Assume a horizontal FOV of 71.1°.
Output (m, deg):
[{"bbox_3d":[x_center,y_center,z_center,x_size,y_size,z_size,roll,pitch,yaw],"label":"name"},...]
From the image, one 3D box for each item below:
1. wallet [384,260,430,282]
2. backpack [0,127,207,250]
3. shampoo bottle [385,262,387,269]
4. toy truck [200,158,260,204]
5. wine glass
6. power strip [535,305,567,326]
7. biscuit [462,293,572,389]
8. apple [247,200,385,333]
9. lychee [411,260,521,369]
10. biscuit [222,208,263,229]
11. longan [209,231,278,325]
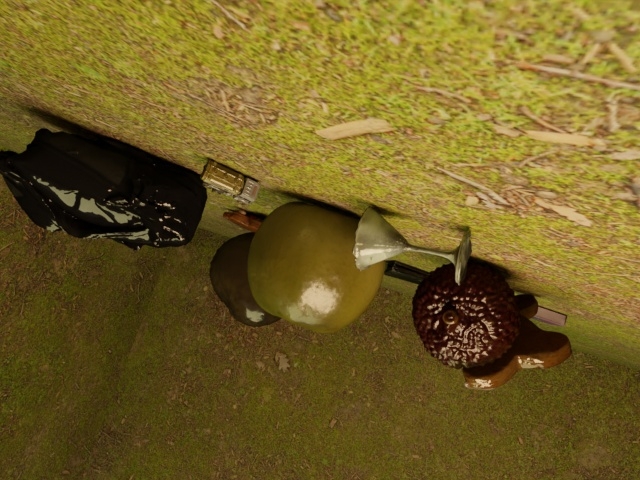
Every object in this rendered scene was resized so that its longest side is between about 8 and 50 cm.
[{"bbox_3d":[0.368,0.140,1.522,0.317,0.044,0.169,19,173,-6],"label":"wallet"},{"bbox_3d":[-0.514,-0.112,1.070,0.446,0.254,0.363,25,165,-25],"label":"backpack"},{"bbox_3d":[0.107,0.059,1.397,0.234,0.087,0.118,13,170,41],"label":"shampoo bottle"},{"bbox_3d":[-0.183,-0.117,0.901,0.123,0.052,0.063,24,166,-29],"label":"toy truck"},{"bbox_3d":[0.159,0.010,0.765,0.183,0.122,0.122,9,170,24],"label":"wine glass"},{"bbox_3d":[0.615,0.207,1.392,0.279,0.037,0.109,19,173,1],"label":"power strip"},{"bbox_3d":[0.441,0.228,1.161,0.283,0.064,0.432,-20,-164,2],"label":"biscuit"},{"bbox_3d":[0.005,0.065,0.961,0.295,0.257,0.233,23,172,-34],"label":"apple"},{"bbox_3d":[0.324,0.162,0.993,0.236,0.235,0.271,14,-177,40],"label":"lychee"},{"bbox_3d":[-0.212,-0.050,1.525,0.205,0.049,0.324,28,176,-21],"label":"biscuit"},{"bbox_3d":[-0.278,0.162,2.033,0.436,0.404,0.404,41,-175,27],"label":"longan"}]
